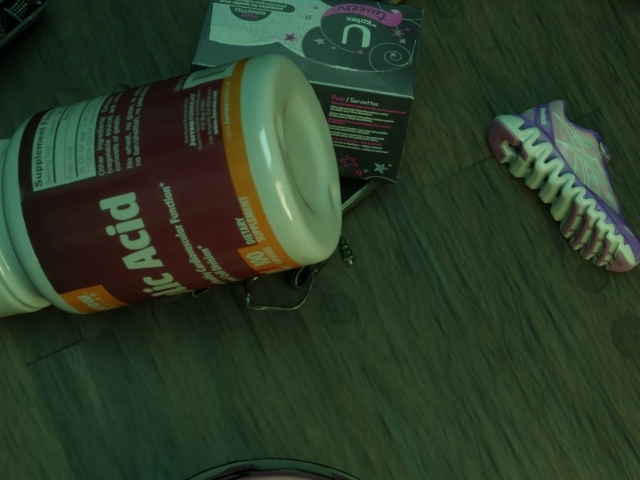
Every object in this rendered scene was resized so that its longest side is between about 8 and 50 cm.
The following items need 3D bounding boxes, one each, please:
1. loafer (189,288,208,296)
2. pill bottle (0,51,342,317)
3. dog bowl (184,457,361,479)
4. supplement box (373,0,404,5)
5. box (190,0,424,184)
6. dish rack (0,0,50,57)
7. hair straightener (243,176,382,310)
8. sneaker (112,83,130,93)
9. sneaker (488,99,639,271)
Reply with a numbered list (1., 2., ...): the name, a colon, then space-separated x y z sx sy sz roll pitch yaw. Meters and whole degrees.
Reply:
1. loafer: -0.073 -0.006 1.772 0.220 0.080 0.078 -32 65 8
2. pill bottle: -0.194 -0.047 1.660 0.392 0.224 0.224 -13 75 17
3. dog bowl: -0.046 0.421 1.639 0.407 0.150 0.408 1 75 -4
4. supplement box: 0.084 -0.335 1.880 0.188 0.104 0.081 -39 81 -13
5. box: -0.017 -0.186 1.783 0.247 0.142 0.163 10 48 -1
6. dish rack: -0.473 -0.284 1.804 0.271 0.074 0.208 37 53 6
7. hair straightener: 0.000 0.000 1.810 0.089 0.047 0.230 41 75 7
8. sneaker: -0.204 -0.094 1.819 0.089 0.051 0.170 6 79 -4
9. sneaker: 0.306 -0.073 1.839 0.104 0.095 0.236 -35 79 -21
